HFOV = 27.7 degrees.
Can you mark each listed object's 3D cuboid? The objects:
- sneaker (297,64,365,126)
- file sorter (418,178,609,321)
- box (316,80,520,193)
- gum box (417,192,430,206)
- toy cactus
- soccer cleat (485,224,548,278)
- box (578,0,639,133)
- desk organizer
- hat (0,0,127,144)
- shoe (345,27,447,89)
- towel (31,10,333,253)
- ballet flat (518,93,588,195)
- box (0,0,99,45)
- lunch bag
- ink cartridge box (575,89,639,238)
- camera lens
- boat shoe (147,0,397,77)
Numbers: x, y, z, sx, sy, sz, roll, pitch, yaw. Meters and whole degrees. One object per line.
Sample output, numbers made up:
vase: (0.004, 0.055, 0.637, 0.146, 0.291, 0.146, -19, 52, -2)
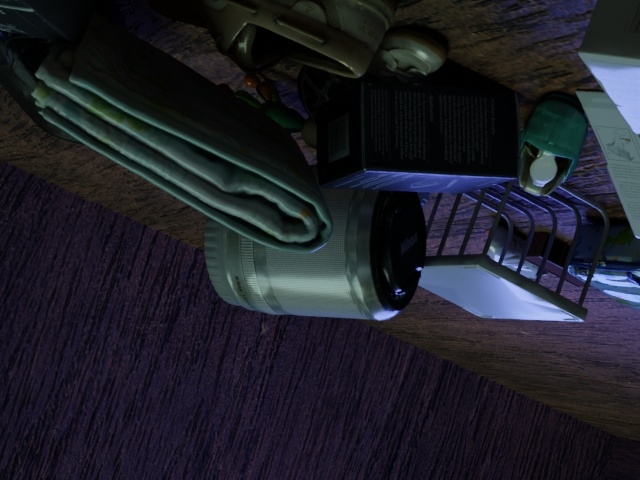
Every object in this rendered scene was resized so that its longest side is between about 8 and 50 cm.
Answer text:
sneaker: (0.061, -0.154, 1.741, 0.279, 0.107, 0.118, 32, 176, -35)
file sorter: (0.265, 0.003, 1.925, 0.193, 0.173, 0.278, 26, 168, -21)
box: (0.117, -0.121, 1.574, 0.207, 0.108, 0.153, 1, 174, -21)
gum box: (0.085, -0.099, 2.124, 0.184, 0.041, 0.157, 22, 169, 1)
toy cactus: (-0.037, -0.159, 1.855, 0.180, 0.112, 0.219, 23, 171, 41)
soccer cleat: (0.334, 0.019, 2.202, 0.076, 0.068, 0.196, -1, 162, 25)
box: (0.331, -0.162, 1.174, 0.130, 0.091, 0.170, 13, 167, 34)
desk organizer: (0.403, 0.032, 2.157, 0.130, 0.047, 0.050, 26, 166, -24)
hat: (-0.348, -0.276, 1.818, 0.331, 0.134, 0.331, 22, 151, 13)
shoe: (0.085, -0.201, 1.550, 0.077, 0.058, 0.219, 25, 169, -17)
towel: (-0.161, -0.141, 1.557, 0.374, 0.090, 0.320, 31, -164, -17)
ballet flat: (0.275, -0.103, 1.599, 0.083, 0.087, 0.247, 25, 171, 10)
box: (-0.427, -0.375, 1.346, 0.313, 0.179, 0.343, 14, 168, 28)
lunch bag: (0.494, 0.047, 1.946, 0.219, 0.090, 0.176, 28, 165, -38)
ink cartridge box: (0.445, -0.086, 1.448, 0.275, 0.060, 0.239, 11, 141, 46)
camera lens: (0.000, 0.000, 1.855, 0.274, 0.219, 0.219, 2, 162, 25)
boat shoe: (-0.079, -0.253, 1.467, 0.341, 0.110, 0.122, 13, 167, 37)
